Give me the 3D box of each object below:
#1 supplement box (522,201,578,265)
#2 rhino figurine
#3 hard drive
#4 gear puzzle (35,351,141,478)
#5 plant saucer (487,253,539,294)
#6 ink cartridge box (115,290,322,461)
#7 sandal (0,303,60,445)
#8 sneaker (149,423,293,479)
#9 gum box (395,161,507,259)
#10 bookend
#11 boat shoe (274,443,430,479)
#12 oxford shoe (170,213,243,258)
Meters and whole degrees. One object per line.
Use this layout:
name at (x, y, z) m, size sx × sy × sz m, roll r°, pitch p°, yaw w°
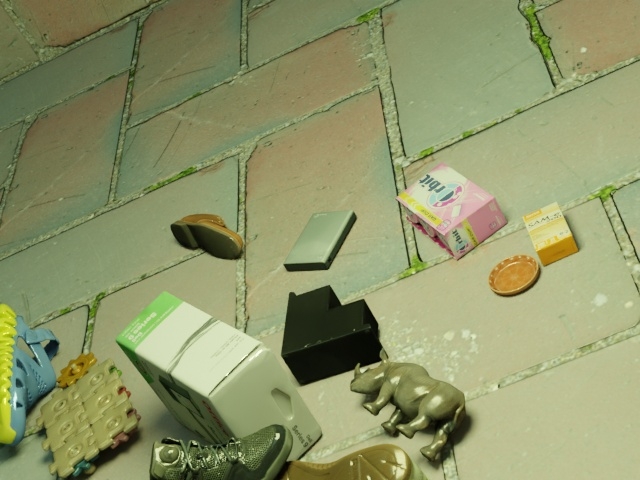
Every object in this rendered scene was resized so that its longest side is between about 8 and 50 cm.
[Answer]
supplement box at (0.361, -0.011, 1.985) m, size 0.062 × 0.036 × 0.098 m, roll -25°, pitch 33°, yaw 10°
rhino figurine at (0.121, 0.226, 1.836) m, size 0.106 × 0.073 × 0.243 m, roll -44°, pitch 33°, yaw -12°
hard drive at (0.000, 0.000, 2.286) m, size 0.094 × 0.022 × 0.135 m, roll -4°, pitch 41°, yaw 37°
gear puzzle at (-0.413, 0.298, 2.220) m, size 0.175 × 0.044 × 0.339 m, roll -36°, pitch 30°, yaw -3°
plant saucer at (0.302, 0.055, 1.967) m, size 0.083 × 0.013 × 0.083 m, roll -23°, pitch 33°, yaw 16°
ink cartridge box at (-0.159, 0.222, 1.942) m, size 0.121 × 0.211 × 0.289 m, roll -43°, pitch 34°, yaw -19°
sandal at (-0.546, 0.247, 2.318) m, size 0.126 × 0.138 × 0.317 m, roll -54°, pitch 29°, yaw 32°
sneaker at (-0.152, 0.314, 1.774) m, size 0.227 × 0.130 × 0.087 m, roll -33°, pitch 32°, yaw 17°
gum box at (0.216, -0.054, 2.139) m, size 0.107 × 0.062 × 0.188 m, roll -36°, pitch 33°, yaw -7°
bookend at (0.026, 0.136, 2.035) m, size 0.156 × 0.072 × 0.157 m, roll -19°, pitch 34°, yaw 17°
boat shoe at (0.013, 0.359, 1.748) m, size 0.285 × 0.089 × 0.105 m, roll -16°, pitch 50°, yaw 29°
oxford shoe at (-0.207, -0.020, 2.445) m, size 0.076 × 0.076 × 0.212 m, roll -35°, pitch 31°, yaw -26°
